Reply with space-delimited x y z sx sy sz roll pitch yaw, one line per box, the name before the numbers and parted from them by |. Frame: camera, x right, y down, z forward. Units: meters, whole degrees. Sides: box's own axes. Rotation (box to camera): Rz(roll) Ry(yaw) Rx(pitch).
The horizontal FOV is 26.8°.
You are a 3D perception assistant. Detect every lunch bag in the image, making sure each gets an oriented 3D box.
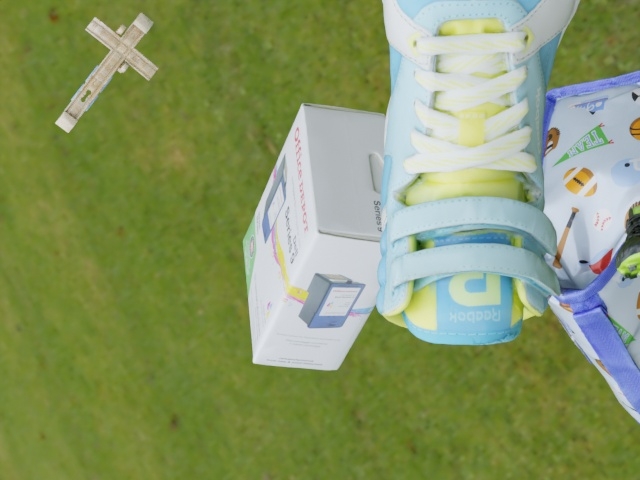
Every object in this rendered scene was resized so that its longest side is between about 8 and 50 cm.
lunch bag | 0.412 0.019 1.800 0.239 0.385 0.328 -12 136 32

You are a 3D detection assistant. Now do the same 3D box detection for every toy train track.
toy train track | -0.127 -0.099 0.791 0.048 0.083 0.014 38 174 -16

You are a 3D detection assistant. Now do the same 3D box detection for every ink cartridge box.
ink cartridge box | 0.000 0.000 1.250 0.212 0.093 0.154 119 152 -48

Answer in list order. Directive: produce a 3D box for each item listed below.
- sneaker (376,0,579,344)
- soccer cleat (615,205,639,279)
sneaker | 0.093 -0.061 0.787 0.319 0.127 0.208 83 -172 -53
soccer cleat | 0.317 0.000 1.315 0.179 0.060 0.072 9 -109 -73
